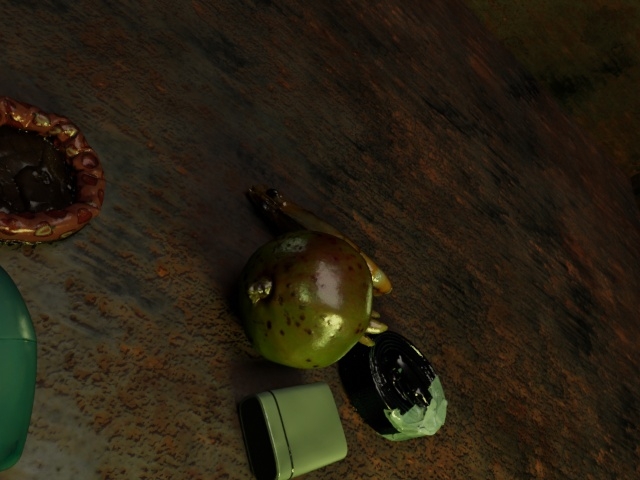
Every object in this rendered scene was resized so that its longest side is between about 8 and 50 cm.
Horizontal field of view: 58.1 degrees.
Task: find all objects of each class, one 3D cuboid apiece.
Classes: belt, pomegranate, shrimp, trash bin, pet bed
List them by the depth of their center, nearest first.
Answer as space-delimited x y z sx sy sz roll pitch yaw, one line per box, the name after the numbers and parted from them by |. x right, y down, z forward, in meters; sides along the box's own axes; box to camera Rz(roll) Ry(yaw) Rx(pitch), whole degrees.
-0.355 -0.083 0.692 0.201 0.053 0.201 31 43 -34 | pet bed
-0.036 0.258 0.786 0.130 0.059 0.116 2 65 -46 | trash bin
0.000 0.098 0.819 0.246 0.198 0.198 41 43 -17 | pomegranate
0.124 0.241 0.942 0.198 0.078 0.151 47 40 -14 | belt
0.000 0.000 0.965 0.287 0.063 0.152 37 -1 7 | shrimp

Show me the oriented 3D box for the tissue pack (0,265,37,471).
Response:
-0.381 0.093 0.432 0.287 0.198 0.206 9 66 -46 | tissue pack
